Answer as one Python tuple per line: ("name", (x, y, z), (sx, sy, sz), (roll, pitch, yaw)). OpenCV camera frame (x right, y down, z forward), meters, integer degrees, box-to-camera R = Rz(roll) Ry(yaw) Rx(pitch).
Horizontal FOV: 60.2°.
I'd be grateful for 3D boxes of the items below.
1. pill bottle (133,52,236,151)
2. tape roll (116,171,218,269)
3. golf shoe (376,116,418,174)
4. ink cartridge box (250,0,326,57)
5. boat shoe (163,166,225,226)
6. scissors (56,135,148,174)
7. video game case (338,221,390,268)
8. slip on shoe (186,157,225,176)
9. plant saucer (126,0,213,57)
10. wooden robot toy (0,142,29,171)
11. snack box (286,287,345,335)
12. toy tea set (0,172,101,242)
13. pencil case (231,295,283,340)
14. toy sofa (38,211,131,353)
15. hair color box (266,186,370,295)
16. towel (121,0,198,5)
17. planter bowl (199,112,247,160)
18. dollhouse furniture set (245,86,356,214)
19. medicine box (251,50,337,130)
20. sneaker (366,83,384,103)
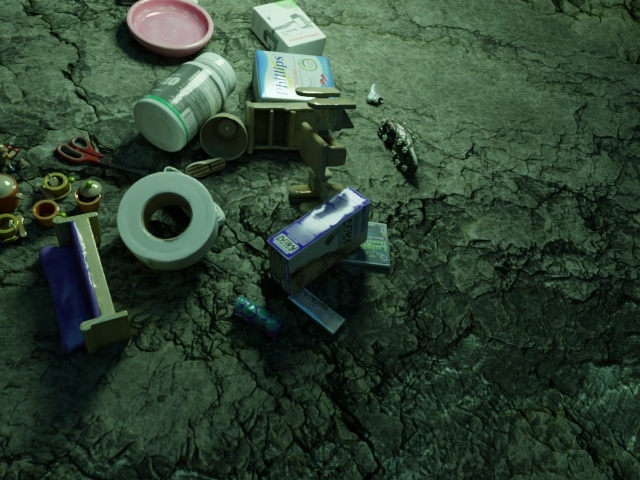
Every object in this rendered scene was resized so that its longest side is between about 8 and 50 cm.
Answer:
("pill bottle", (-0.459, -0.490, 1.922), (0.204, 0.204, 0.361), (29, 54, 5))
("tape roll", (-0.451, -0.056, 1.643), (0.287, 0.100, 0.285), (2, 73, -5))
("golf shoe", (0.324, -0.370, 2.115), (0.120, 0.105, 0.272), (-7, 59, -27))
("ink cartridge box", (-0.136, -0.872, 2.322), (0.199, 0.114, 0.272), (-27, 67, -29))
("boat shoe", (-0.412, -0.140, 1.768), (0.258, 0.084, 0.095), (34, 55, 9))
("scissors", (-0.718, -0.254, 1.809), (0.297, 0.021, 0.109), (30, 52, 5))
("video game case", (0.136, 0.007, 1.854), (0.191, 0.022, 0.173), (7, 55, -10))
("slip on shoe", (-0.393, -0.252, 1.880), (0.136, 0.051, 0.041), (-22, 25, -18))
("plant saucer", (-0.597, -0.842, 2.199), (0.333, 0.084, 0.331), (7, 55, -11))
("wooden robot toy", (-0.996, -0.284, 1.714), (0.174, 0.079, 0.076), (22, 54, 0))
("snack box", (-0.014, 0.210, 1.675), (0.178, 0.022, 0.064), (37, 56, 11))
("toy tea set", (-0.828, -0.135, 1.629), (0.336, 0.124, 0.200), (-22, 65, -27))
("pencil case", (-0.182, 0.223, 1.596), (0.152, 0.064, 0.070), (29, 38, 6))
("toy sofa", (-0.649, 0.113, 1.494), (0.177, 0.150, 0.362), (-14, 61, -24))
("hair color box", (0.000, 0.000, 1.697), (0.339, 0.185, 0.110), (-34, 57, -26))
("towel", (-0.697, -1.114, 2.377), (0.317, 0.053, 0.331), (-3, 57, -16))
("planter bowl", (-0.329, -0.374, 1.920), (0.162, 0.162, 0.109), (11, 32, -8))
("dollhouse furniture set", (-0.085, -0.327, 1.832), (0.257, 0.361, 0.394), (-6, 32, -18))
("medicine box", (-0.106, -0.570, 2.105), (0.290, 0.149, 0.263), (1, 56, -16))
("sneaker", (0.234, -0.601, 2.288), (0.069, 0.038, 0.098), (20, 63, -3))
